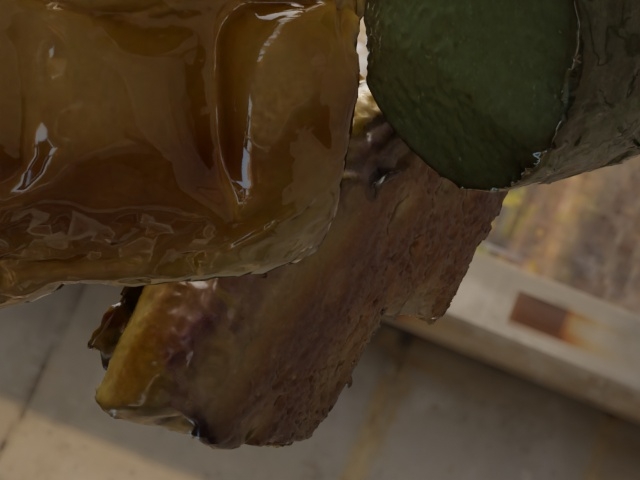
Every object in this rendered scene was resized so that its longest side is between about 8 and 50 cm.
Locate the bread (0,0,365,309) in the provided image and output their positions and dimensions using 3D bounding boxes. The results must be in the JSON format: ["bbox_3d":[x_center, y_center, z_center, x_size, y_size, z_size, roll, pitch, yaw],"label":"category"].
[{"bbox_3d":[-0.136,-0.051,0.512,0.167,0.294,0.132,-110,15,-70],"label":"bread"}]

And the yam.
[{"bbox_3d":[0.137,-0.117,0.783,0.268,0.161,0.161,-17,-43,-43],"label":"yam"}]

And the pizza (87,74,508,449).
[{"bbox_3d":[0.000,0.000,0.837,0.305,0.086,0.161,-41,-35,-38],"label":"pizza"}]
